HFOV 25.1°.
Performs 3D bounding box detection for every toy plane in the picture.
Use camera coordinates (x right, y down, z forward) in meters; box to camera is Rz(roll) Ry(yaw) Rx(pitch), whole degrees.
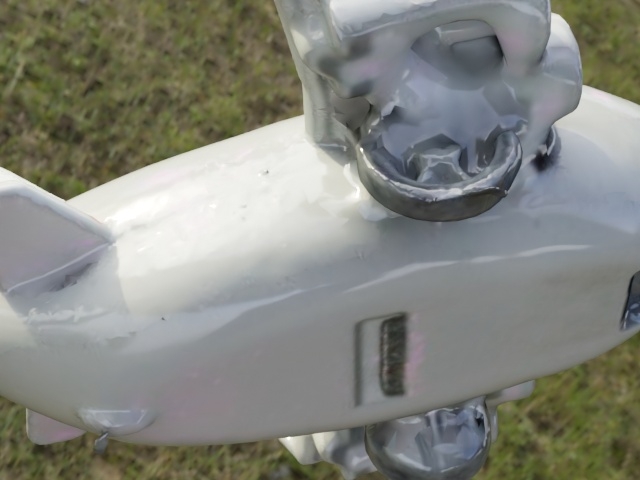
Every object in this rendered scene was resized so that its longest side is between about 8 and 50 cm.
[{"bbox_3d":[0.001,0.003,0.464,0.252,0.252,0.118,10,44,-27],"label":"toy plane"}]
